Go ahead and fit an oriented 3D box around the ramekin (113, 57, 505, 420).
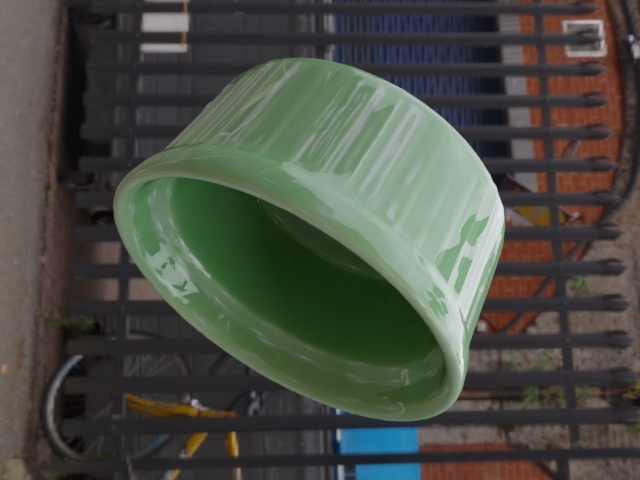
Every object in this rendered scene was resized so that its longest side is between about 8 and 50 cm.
[{"bbox_3d":[0.000,0.000,0.644,0.148,0.303,0.303,-57,164,-29],"label":"ramekin"}]
